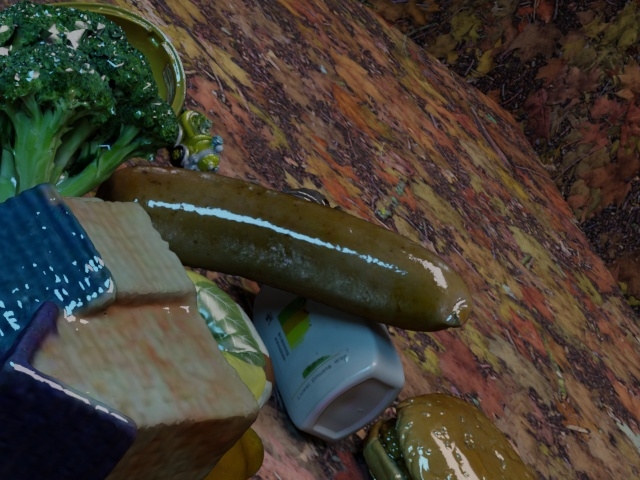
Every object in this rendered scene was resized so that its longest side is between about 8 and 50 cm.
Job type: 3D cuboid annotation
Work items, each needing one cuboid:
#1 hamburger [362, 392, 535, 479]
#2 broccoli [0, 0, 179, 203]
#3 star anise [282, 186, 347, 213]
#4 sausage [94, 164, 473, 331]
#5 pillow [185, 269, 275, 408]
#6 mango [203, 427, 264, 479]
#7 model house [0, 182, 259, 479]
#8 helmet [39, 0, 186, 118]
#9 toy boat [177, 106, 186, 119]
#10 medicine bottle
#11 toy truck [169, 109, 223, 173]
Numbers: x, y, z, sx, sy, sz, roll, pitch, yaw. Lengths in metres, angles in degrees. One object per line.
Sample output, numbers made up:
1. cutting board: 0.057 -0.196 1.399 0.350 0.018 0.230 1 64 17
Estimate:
1. hamburger: 0.194 0.335 1.804 0.259 0.144 0.283 12 44 -61
2. broccoli: -0.330 -0.144 1.562 0.308 0.275 0.308 16 -7 2
3. star anise: 0.000 0.000 2.141 0.236 0.093 0.229 56 17 16
4. sausage: -0.046 0.005 1.704 0.501 0.123 0.136 16 36 4
5. pillow: -0.158 0.125 1.616 0.214 0.086 0.233 8 44 -43
6. mango: -0.130 0.225 1.445 0.136 0.099 0.227 47 12 16
7. model house: -0.264 0.114 1.216 0.280 0.245 0.312 -1 48 -53
8. helmet: -0.317 -0.208 1.830 0.257 0.205 0.140 10 -13 -13
9. toy boat: -0.276 -0.234 2.034 0.108 0.099 0.293 26 12 25
10. medicine bottle: -0.004 0.113 1.800 0.111 0.161 0.296 32 26 -42
11. toy truck: -0.186 -0.147 2.061 0.076 0.077 0.111 21 31 -48
